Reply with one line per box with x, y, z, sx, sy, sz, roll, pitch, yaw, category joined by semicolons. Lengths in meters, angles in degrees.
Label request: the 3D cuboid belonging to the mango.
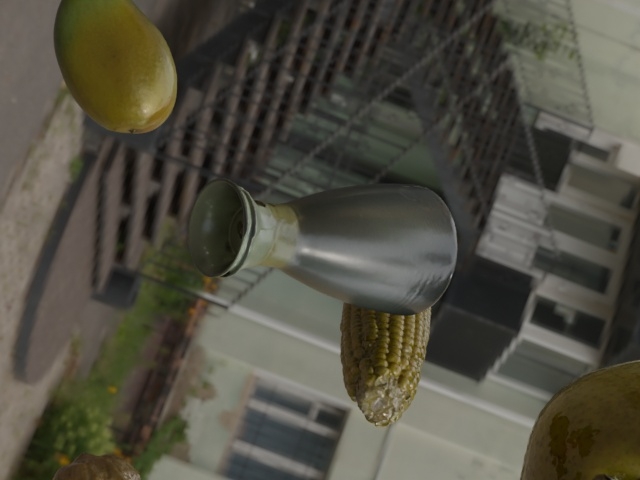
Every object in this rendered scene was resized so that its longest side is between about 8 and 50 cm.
-0.241;-0.217;1.468;0.092;0.130;0.194;-138;-148;-85;mango

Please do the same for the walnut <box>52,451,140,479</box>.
-0.186;0.225;1.065;0.082;0.096;0.079;-28;167;34;walnut

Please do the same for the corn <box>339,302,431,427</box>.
0.090;0.128;1.777;0.347;0.130;0.130;-79;-170;-61;corn

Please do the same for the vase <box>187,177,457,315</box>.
0.000;0.000;1.564;0.173;0.321;0.173;-11;-104;52;vase

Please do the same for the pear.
0.446;0.342;1.717;0.418;0.362;0.362;13;99;-67;pear
